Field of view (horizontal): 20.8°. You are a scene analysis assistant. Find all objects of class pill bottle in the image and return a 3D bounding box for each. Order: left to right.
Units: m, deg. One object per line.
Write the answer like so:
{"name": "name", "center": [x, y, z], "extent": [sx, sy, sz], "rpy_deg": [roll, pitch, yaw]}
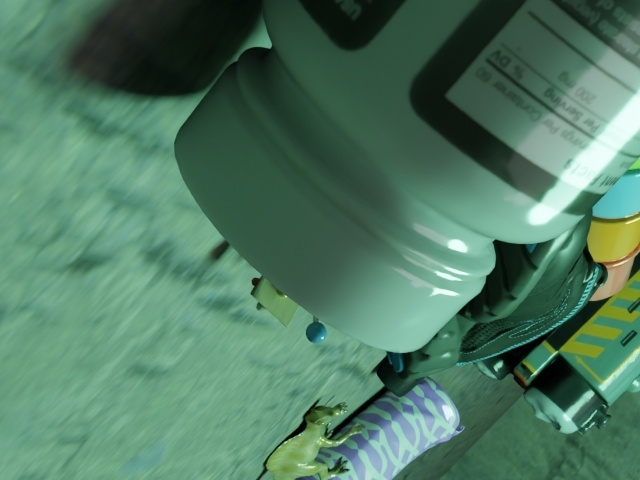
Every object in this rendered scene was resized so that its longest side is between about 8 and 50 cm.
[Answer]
{"name": "pill bottle", "center": [0.080, -0.103, 0.677], "extent": [0.283, 0.161, 0.161], "rpy_deg": [-49, 167, 18]}

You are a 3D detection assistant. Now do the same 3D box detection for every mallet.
{"name": "mallet", "center": [0.107, 0.113, 1.754], "extent": [0.062, 0.039, 0.189], "rpy_deg": [-45, 172, 16]}

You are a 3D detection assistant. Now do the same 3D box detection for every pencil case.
{"name": "pencil case", "center": [0.054, 0.222, 1.803], "extent": [0.206, 0.088, 0.086], "rpy_deg": [-39, 168, -30]}

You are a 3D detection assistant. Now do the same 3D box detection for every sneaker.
{"name": "sneaker", "center": [0.128, -0.001, 1.176], "extent": [0.139, 0.125, 0.341], "rpy_deg": [-13, 168, -13]}

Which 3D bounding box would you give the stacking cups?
{"name": "stacking cups", "center": [0.199, -0.066, 1.219], "extent": [0.096, 0.096, 0.316], "rpy_deg": [-40, 158, -22]}

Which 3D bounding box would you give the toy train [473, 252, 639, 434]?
{"name": "toy train", "center": [0.316, 0.050, 1.848], "extent": [0.334, 0.190, 0.142], "rpy_deg": [-44, 167, -4]}

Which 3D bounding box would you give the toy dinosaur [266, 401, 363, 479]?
{"name": "toy dinosaur", "center": [-0.018, 0.204, 1.636], "extent": [0.092, 0.053, 0.183], "rpy_deg": [-9, 137, -44]}

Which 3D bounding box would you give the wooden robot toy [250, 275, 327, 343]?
{"name": "wooden robot toy", "center": [0.000, 0.000, 1.027], "extent": [0.079, 0.076, 0.173], "rpy_deg": [-6, -157, 48]}
